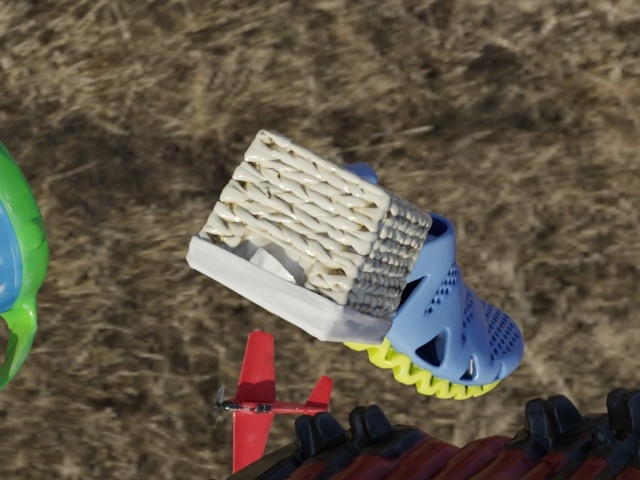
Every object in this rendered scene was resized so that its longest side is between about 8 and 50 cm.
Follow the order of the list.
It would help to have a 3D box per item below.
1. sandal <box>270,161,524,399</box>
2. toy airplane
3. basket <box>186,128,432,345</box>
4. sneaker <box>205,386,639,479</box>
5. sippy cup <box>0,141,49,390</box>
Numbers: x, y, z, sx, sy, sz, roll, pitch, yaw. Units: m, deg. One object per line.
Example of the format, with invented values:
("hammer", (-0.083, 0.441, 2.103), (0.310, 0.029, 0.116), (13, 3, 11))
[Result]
("sandal", (0.072, 0.034, 1.399), (0.317, 0.126, 0.138), (27, 114, -37))
("toy airplane", (-0.043, 0.168, 1.626), (0.151, 0.028, 0.151), (-5, 99, -37))
("basket", (0.000, 0.000, 1.092), (0.113, 0.167, 0.103), (28, 93, 15))
("sneaker", (0.069, 0.128, 0.564), (0.098, 0.276, 0.135), (-29, 101, -37))
("sippy cup", (-0.410, 0.010, 1.510), (0.305, 0.240, 0.224), (38, 51, 18))
